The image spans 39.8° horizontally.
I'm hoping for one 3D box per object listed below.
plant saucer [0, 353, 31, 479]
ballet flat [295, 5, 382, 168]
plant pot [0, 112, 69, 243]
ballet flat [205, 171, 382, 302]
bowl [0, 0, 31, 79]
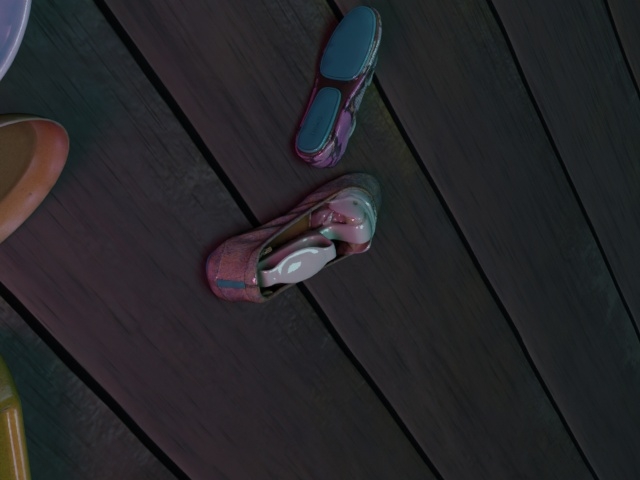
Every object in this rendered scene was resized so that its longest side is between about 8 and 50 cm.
[{"bbox_3d":[-0.352,0.280,0.769,0.333,0.081,0.332,-34,121,-67],"label":"plant saucer"},{"bbox_3d":[0.031,-0.199,1.176,0.079,0.077,0.221,28,81,-60],"label":"ballet flat"},{"bbox_3d":[-0.328,-0.033,0.790,0.032,0.236,0.236,46,59,6],"label":"plant pot"},{"bbox_3d":[0.000,0.000,1.140,0.316,0.106,0.107,-33,116,-35],"label":"ballet flat"},{"bbox_3d":[-0.410,-0.224,0.701,0.312,0.163,0.311,-7,100,-42],"label":"bowl"}]
